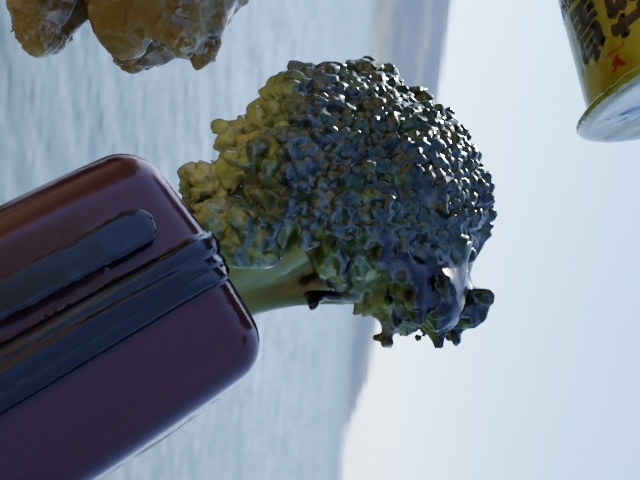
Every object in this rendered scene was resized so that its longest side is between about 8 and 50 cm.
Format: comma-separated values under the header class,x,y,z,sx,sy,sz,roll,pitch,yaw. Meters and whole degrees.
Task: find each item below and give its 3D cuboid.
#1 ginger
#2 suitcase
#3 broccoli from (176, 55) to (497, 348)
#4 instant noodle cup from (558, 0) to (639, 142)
class,x,y,z,sx,sy,sz,roll,pitch,yaw
ginger,-0.218,-0.295,1.422,0.375,0.166,0.236,38,-68,40
suitcase,-0.200,0.092,0.843,0.161,0.297,0.236,57,-35,4
broccoli,0.000,0.000,1.105,0.247,0.243,0.263,55,37,-7
instant noodle cup,0.301,-0.248,1.094,0.325,0.326,0.254,87,-15,-79
